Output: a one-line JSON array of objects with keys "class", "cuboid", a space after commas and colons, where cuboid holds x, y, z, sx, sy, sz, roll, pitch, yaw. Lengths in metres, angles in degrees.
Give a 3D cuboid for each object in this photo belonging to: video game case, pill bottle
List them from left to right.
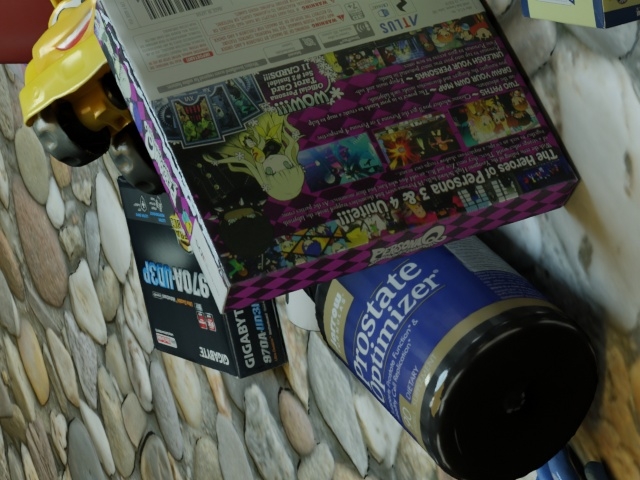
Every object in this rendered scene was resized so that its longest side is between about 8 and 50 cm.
[{"class": "video game case", "cuboid": [0.007, -0.082, 1.180, 0.210, 0.232, 0.042, 63, 158, 23]}, {"class": "pill bottle", "cuboid": [0.072, 0.052, 1.262, 0.219, 0.123, 0.122, 44, 143, 50]}]

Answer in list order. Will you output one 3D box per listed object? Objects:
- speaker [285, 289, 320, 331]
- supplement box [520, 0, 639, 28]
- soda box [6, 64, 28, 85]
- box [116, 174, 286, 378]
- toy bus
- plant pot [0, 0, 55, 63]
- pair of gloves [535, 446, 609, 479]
[{"class": "speaker", "cuboid": [0.000, 0.000, 1.489, 0.055, 0.055, 0.136, 49, 147, 47]}, {"class": "supplement box", "cuboid": [0.146, -0.159, 1.028, 0.083, 0.056, 0.083, 24, 126, 62]}, {"class": "soda box", "cuboid": [-0.283, -0.222, 1.971, 0.263, 0.083, 0.092, 44, 143, 52]}, {"class": "box", "cuboid": [-0.111, 0.023, 1.771, 0.220, 0.051, 0.175, 10, 115, 65]}, {"class": "toy bus", "cuboid": [-0.132, -0.165, 1.473, 0.149, 0.220, 0.211, -30, 65, 26]}, {"class": "plant pot", "cuboid": [-0.299, -0.271, 1.685, 0.275, 0.243, 0.275, 23, 121, 46]}, {"class": "pair of gloves", "cuboid": [0.174, 0.230, 1.276, 0.159, 0.023, 0.198, 55, 152, 38]}]
